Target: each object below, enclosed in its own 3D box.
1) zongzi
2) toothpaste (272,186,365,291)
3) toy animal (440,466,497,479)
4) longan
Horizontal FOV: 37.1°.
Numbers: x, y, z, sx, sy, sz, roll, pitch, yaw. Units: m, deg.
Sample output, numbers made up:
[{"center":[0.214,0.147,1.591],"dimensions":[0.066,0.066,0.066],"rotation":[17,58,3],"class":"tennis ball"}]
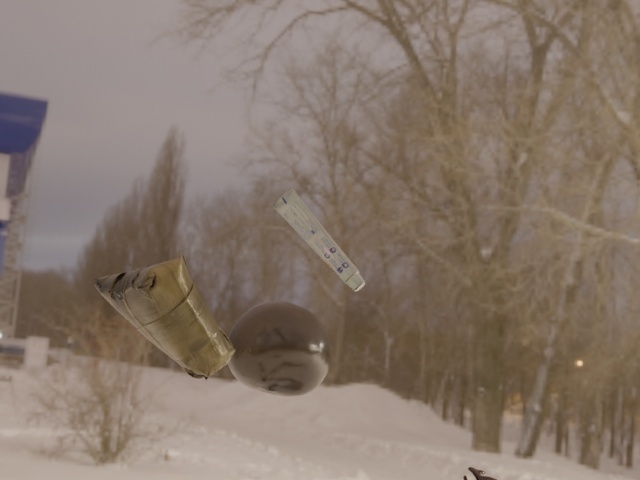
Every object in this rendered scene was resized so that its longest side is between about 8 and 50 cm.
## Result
[{"center":[-0.203,0.105,1.206],"dimensions":[0.176,0.160,0.078],"rotation":[-14,17,46],"class":"zongzi"},{"center":[0.000,0.000,1.657],"dimensions":[0.052,0.218,0.033],"rotation":[-44,-16,13],"class":"toothpaste"},{"center":[0.202,0.490,1.616],"dimensions":[0.260,0.087,0.243],"rotation":[-8,17,-8],"class":"toy animal"},{"center":[-0.085,0.215,1.910],"dimensions":[0.220,0.196,0.197],"rotation":[7,-7,-30],"class":"longan"}]
